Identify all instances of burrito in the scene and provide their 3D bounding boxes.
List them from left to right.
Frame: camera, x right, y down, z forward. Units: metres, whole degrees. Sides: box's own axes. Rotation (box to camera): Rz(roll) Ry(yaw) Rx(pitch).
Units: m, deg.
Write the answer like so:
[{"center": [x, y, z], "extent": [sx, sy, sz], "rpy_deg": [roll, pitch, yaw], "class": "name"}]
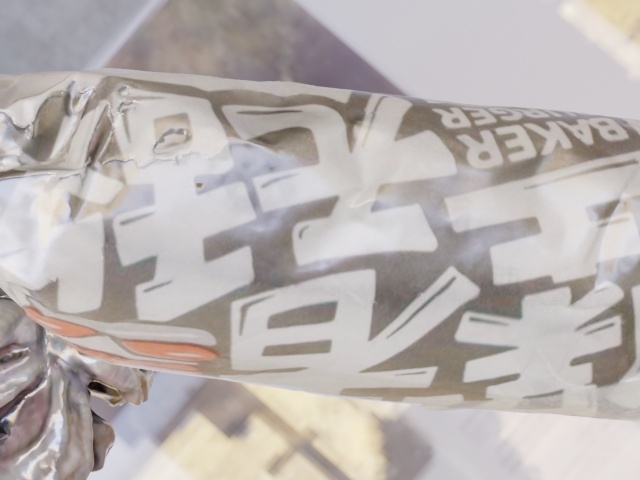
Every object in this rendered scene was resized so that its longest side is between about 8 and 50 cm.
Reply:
[{"center": [0.000, 0.000, 0.821], "extent": [0.101, 0.445, 0.139], "rpy_deg": [173, -78, -71], "class": "burrito"}]

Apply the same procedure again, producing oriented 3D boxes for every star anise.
[{"center": [-0.198, 0.040, 1.271], "extent": [0.139, 0.359, 0.316], "rpy_deg": [-19, 164, 33], "class": "star anise"}]
